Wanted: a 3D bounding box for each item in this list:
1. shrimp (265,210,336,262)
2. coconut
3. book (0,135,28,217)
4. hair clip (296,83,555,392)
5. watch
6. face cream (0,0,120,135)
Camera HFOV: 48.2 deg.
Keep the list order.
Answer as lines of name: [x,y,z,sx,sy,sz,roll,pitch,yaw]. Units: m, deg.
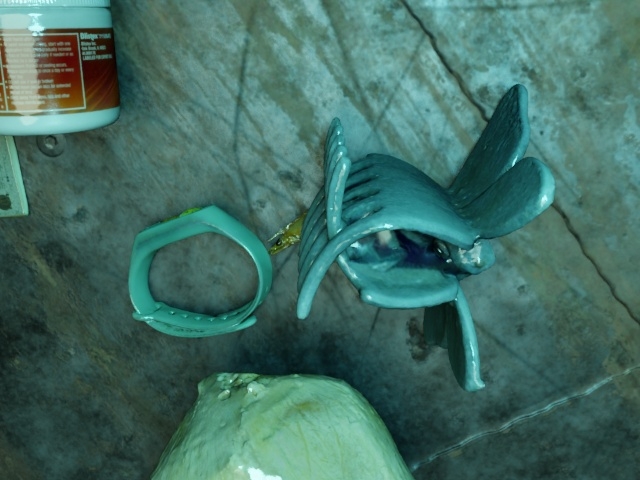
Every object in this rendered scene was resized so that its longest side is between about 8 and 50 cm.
shrimp: [0.000,-0.003,1.069,0.163,0.045,0.095,-28,122,10]
coconut: [-0.071,0.355,1.011,0.405,0.404,0.404,2,108,7]
book: [-0.565,-0.098,1.125,0.199,0.016,0.138,-3,107,9]
hair clip: [0.106,-0.013,0.886,0.239,0.318,0.392,15,111,-5]
watch: [-0.190,0.052,1.084,0.237,0.068,0.195,-18,99,19]
face cream: [-0.376,-0.245,0.954,0.201,0.201,0.187,2,107,8]
